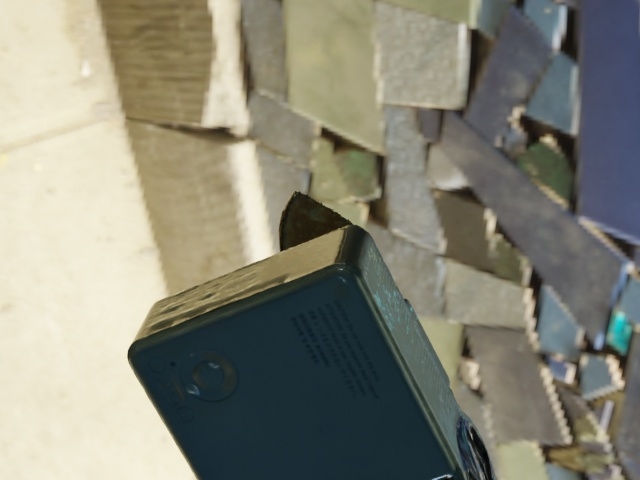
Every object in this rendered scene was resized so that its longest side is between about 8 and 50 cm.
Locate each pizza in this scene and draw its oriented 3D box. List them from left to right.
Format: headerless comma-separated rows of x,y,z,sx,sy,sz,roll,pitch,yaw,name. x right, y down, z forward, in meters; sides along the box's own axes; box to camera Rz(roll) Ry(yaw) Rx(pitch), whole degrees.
-0.001,0.000,1.414,0.078,0.025,0.083,5,89,-12,pizza

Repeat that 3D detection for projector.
0.003,0.132,1.172,0.257,0.192,0.099,62,20,-19,projector
